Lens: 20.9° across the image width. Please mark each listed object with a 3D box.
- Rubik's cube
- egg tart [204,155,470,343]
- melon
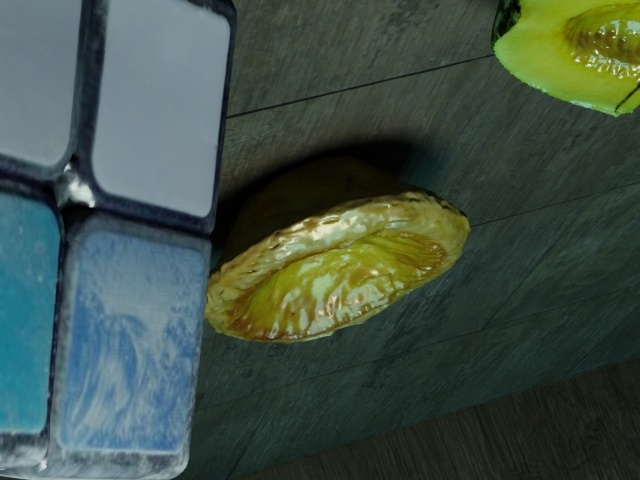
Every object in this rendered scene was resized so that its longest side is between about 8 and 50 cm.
[{"bbox_3d":[-0.264,-0.026,1.011,0.316,0.319,0.313,3,174,30],"label":"Rubik's cube"},{"bbox_3d":[0.000,0.000,1.815,0.318,0.128,0.319,-16,160,-6],"label":"egg tart"},{"bbox_3d":[0.236,-0.223,1.467,0.169,0.129,0.265,7,159,-10],"label":"melon"}]
